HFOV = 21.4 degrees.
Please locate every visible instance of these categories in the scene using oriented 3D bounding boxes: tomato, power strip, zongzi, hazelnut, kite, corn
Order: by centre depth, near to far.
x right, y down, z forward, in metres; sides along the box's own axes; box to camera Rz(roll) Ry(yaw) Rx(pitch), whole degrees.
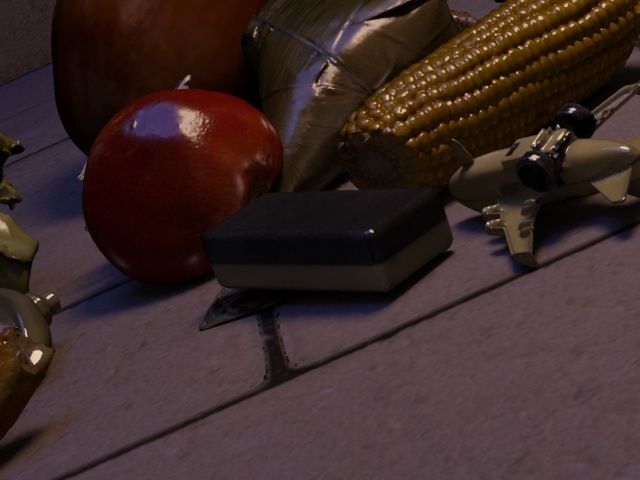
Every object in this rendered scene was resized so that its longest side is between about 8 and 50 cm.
[{"bbox_3d":[0.000,0.000,1.605,0.256,0.070,0.105,2,27,47],"label":"power strip"},{"bbox_3d":[-0.022,0.024,1.691,0.250,0.012,0.229,-30,18,-22],"label":"kite"},{"bbox_3d":[0.188,-0.164,1.767,0.387,0.144,0.144,-38,21,-25],"label":"corn"},{"bbox_3d":[-0.162,-0.080,1.820,0.200,0.139,0.233,7,58,26],"label":"tomato"},{"bbox_3d":[-0.037,-0.153,2.014,0.323,0.160,0.360,8,55,54],"label":"zongzi"},{"bbox_3d":[-0.212,-0.261,2.307,0.365,0.366,0.366,-22,17,7],"label":"hazelnut"}]

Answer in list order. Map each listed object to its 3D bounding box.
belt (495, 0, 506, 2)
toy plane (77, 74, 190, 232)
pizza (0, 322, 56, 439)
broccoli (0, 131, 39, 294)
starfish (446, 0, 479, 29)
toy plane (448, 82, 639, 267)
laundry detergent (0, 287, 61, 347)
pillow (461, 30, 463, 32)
[{"bbox_3d":[0.278,-0.350,2.235,0.151,0.078,0.198,0,6,-34],"label":"belt"},{"bbox_3d":[-0.208,-0.084,1.966,0.082,0.160,0.234,-3,64,44],"label":"toy plane"},{"bbox_3d":[-0.403,0.179,1.526,0.257,0.087,0.268,12,63,18],"label":"pizza"},{"bbox_3d":[-0.477,-0.001,1.957,0.272,0.334,0.324,5,25,-27],"label":"broccoli"},{"bbox_3d":[0.081,-0.264,2.242,0.358,0.078,0.347,-19,19,37],"label":"starfish"},{"bbox_3d":[0.201,-0.063,1.517,0.244,0.092,0.229,-1,42,47],"label":"toy plane"},{"bbox_3d":[-0.366,0.123,1.712,0.253,0.091,0.181,-34,25,-32],"label":"laundry detergent"},{"bbox_3d":[0.193,-0.258,2.219,0.217,0.033,0.130,-29,15,-15],"label":"pillow"}]
